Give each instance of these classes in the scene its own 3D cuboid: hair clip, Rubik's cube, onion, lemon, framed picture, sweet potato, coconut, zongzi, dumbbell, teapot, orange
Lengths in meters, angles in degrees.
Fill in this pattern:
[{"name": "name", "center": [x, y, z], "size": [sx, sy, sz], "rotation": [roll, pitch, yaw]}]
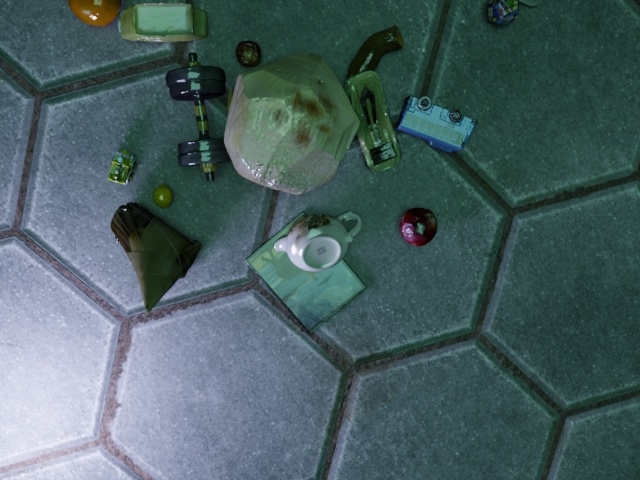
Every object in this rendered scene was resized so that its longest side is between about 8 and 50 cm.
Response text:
[{"name": "hair clip", "center": [0.160, -0.381, 1.671], "size": [0.138, 0.091, 0.321], "rotation": [-25, 119, -9]}, {"name": "Rubik's cube", "center": [0.580, -0.737, 1.655], "size": [0.093, 0.111, 0.111], "rotation": [0, 99, 25]}, {"name": "onion", "center": [0.324, -0.047, 1.724], "size": [0.131, 0.131, 0.131], "rotation": [0, 98, -3]}, {"name": "lemon", "center": [-0.511, -0.144, 1.693], "size": [0.062, 0.062, 0.083], "rotation": [-1, 84, -3]}, {"name": "framed picture", "center": [-0.048, 0.113, 1.776], "size": [0.265, 0.016, 0.347], "rotation": [-39, 98, 2]}, {"name": "sweet potato", "center": [0.159, -0.560, 1.661], "size": [0.112, 0.085, 0.286], "rotation": [33, 95, -11]}, {"name": "coconut", "center": [-0.088, -0.350, 1.533], "size": [0.344, 0.415, 0.415], "rotation": [27, 96, 26]}, {"name": "zongzi", "center": [-0.557, 0.045, 1.596], "size": [0.289, 0.317, 0.154], "rotation": [34, 121, -6]}, {"name": "dumbbell", "center": [-0.366, -0.376, 1.608], "size": [0.185, 0.185, 0.388], "rotation": [-6, 98, -2]}, {"name": "teapot", "center": [0.000, 0.000, 1.692], "size": [0.298, 0.139, 0.204], "rotation": [-18, 125, -3]}, {"name": "orange", "center": [-0.679, -0.729, 1.576], "size": [0.156, 0.124, 0.156], "rotation": [3, 107, 9]}]

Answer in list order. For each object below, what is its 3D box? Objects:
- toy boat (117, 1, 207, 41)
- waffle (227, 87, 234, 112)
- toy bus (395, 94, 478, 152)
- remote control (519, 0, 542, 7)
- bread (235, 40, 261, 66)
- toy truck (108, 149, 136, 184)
[{"name": "toy boat", "center": [-0.493, -0.673, 1.612], "size": [0.276, 0.084, 0.111], "rotation": [-1, 100, -4]}, {"name": "waffle", "center": [-0.259, -0.398, 1.637], "size": [0.021, 0.135, 0.092], "rotation": [-7, 59, 9]}, {"name": "toy bus", "center": [0.370, -0.373, 1.684], "size": [0.234, 0.116, 0.133], "rotation": [20, 97, -3]}, {"name": "remote control", "center": [0.608, -0.827, 1.681], "size": [0.245, 0.022, 0.077], "rotation": [22, 98, -5]}, {"name": "bread", "center": [-0.227, -0.592, 1.651], "size": [0.085, 0.053, 0.085], "rotation": [0, 98, -3]}, {"name": "toy truck", "center": [-0.636, -0.237, 1.666], "size": [0.076, 0.077, 0.111], "rotation": [17, 96, -5]}]
